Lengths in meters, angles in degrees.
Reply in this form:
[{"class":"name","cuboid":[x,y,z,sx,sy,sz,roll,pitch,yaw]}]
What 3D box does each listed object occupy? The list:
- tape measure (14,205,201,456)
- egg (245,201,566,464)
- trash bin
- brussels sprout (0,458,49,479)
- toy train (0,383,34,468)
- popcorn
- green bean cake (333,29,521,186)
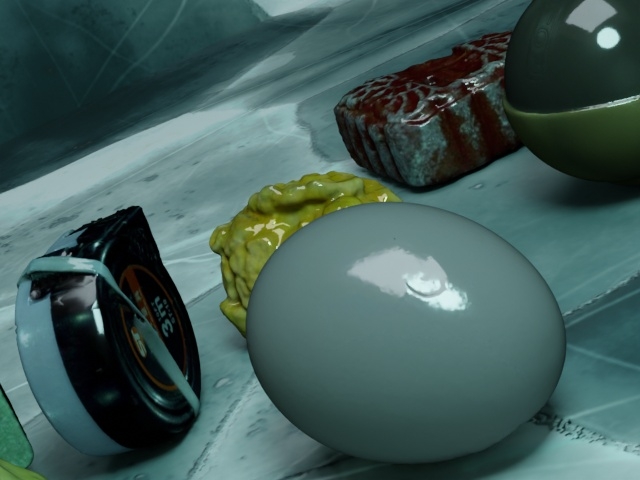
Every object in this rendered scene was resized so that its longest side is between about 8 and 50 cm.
[{"class":"tape measure","cuboid":[-0.172,0.081,1.103,0.107,0.182,0.181,-19,8,18]},{"class":"egg","cuboid":[0.057,0.062,0.914,0.231,0.176,0.176,5,32,38]},{"class":"trash bin","cuboid":[0.308,-0.177,1.226,0.333,0.214,0.214,-27,20,-26]},{"class":"brussels sprout","cuboid":[-0.219,0.228,0.627,0.344,0.268,0.344,-16,36,12]},{"class":"toy train","cuboid":[-0.377,0.149,1.053,0.299,0.238,0.167,-29,21,-12]},{"class":"popcorn","cuboid":[-0.015,0.008,1.198,0.163,0.140,0.194,-27,17,-28]},{"class":"green bean cake","cuboid":[0.152,-0.150,1.487,0.232,0.097,0.198,-26,20,-10]}]
